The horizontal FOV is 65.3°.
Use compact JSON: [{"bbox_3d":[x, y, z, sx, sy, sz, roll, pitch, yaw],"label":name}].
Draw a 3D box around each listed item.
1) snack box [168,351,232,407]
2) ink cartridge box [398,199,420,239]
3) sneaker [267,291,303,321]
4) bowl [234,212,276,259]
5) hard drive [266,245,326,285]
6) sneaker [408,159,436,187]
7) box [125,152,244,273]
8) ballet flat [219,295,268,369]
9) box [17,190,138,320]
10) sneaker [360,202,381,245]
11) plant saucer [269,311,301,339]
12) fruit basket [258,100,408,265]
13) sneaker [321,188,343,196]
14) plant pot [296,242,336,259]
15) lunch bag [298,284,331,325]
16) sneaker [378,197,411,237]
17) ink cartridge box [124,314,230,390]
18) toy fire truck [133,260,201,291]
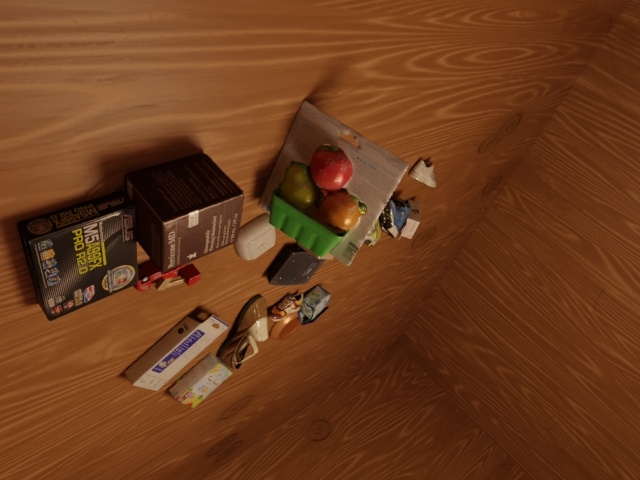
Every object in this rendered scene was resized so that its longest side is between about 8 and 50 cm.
[{"bbox_3d":[-0.464,0.548,1.953,0.207,0.070,0.174,-42,155,-12],"label":"snack box"},{"bbox_3d":[0.394,-0.084,2.210,0.181,0.062,0.104,-74,-177,-48],"label":"ink cartridge box"},{"bbox_3d":[-0.143,0.261,2.026,0.185,0.070,0.083,-23,139,-51],"label":"sneaker"},{"bbox_3d":[-0.195,-0.003,1.548,0.142,0.053,0.142,-36,152,-22],"label":"bowl"},{"bbox_3d":[-0.085,0.093,1.855,0.172,0.054,0.255,-52,155,18],"label":"hard drive"},{"bbox_3d":[0.451,-0.284,2.099,0.212,0.080,0.094,7,112,-58],"label":"sneaker"},{"bbox_3d":[-0.309,-0.066,1.136,0.203,0.167,0.168,-26,149,-35],"label":"box"},{"bbox_3d":[-0.273,0.368,1.908,0.116,0.124,0.342,-3,132,-56],"label":"ballet flat"},{"bbox_3d":[-0.518,0.037,1.100,0.216,0.060,0.270,-25,149,-36],"label":"box"},{"bbox_3d":[0.164,-0.086,1.869,0.147,0.145,0.385,-49,156,9],"label":"sneaker"},{"bbox_3d":[-0.139,0.376,2.231,0.200,0.037,0.200,-36,154,-21],"label":"plant saucer"},{"bbox_3d":[0.022,-0.149,1.368,0.353,0.327,0.165,-61,171,25],"label":"fruit basket"},{"bbox_3d":[0.026,-0.147,1.584,0.321,0.124,0.180,-42,156,-8],"label":"sneaker"},{"bbox_3d":[0.000,0.000,1.800,0.109,0.109,0.096,6,114,-59],"label":"plant pot"},{"bbox_3d":[-0.029,0.292,2.186,0.129,0.096,0.151,-38,157,-40],"label":"lunch bag"},{"bbox_3d":[0.288,-0.125,2.054,0.147,0.130,0.330,-55,162,-4],"label":"sneaker"},{"bbox_3d":[-0.469,0.358,1.664,0.333,0.065,0.165,-40,155,-8],"label":"ink cartridge box"},{"bbox_3d":[-0.419,0.095,1.358,0.192,0.047,0.135,-27,151,-33],"label":"toy fire truck"}]
